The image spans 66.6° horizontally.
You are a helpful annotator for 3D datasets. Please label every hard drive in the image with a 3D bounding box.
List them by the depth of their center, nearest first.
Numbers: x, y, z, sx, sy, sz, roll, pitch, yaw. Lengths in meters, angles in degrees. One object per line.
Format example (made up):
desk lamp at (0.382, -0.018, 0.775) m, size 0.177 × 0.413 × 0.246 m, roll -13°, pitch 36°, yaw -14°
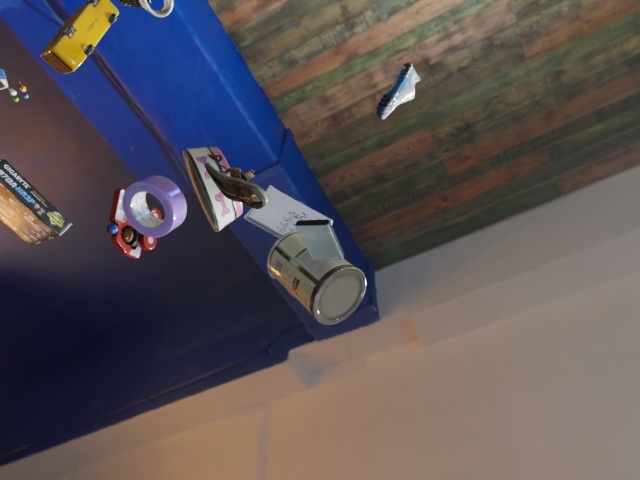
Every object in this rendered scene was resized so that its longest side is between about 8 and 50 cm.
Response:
hard drive at (0.000, 0.000, 1.289) m, size 0.094 × 0.135 × 0.022 m, roll -1°, pitch -133°, yaw 25°

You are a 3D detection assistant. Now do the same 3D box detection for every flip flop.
flip flop at (-0.248, -0.176, 1.474) m, size 0.277 × 0.112 × 0.080 m, roll 23°, pitch -117°, yaw 38°

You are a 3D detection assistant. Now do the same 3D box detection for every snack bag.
snack bag at (-0.101, -0.083, 1.888) m, size 0.037 × 0.323 × 0.342 m, roll -60°, pitch -177°, yaw 28°

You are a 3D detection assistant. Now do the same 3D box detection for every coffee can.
coffee can at (-0.017, 0.110, 1.560) m, size 0.201 × 0.201 × 0.275 m, roll -41°, pitch -135°, yaw -12°

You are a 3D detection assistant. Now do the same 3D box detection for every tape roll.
tape roll at (-0.537, -0.110, 1.579) m, size 0.189 × 0.189 × 0.080 m, roll -17°, pitch -162°, yaw 24°

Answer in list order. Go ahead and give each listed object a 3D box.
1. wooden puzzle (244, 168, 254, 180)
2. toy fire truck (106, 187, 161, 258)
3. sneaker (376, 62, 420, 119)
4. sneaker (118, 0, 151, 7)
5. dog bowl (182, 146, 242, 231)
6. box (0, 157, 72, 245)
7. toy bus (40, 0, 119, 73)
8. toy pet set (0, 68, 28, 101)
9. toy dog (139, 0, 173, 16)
wooden puzzle at (-0.294, -0.254, 1.941) m, size 0.083 × 0.049 × 0.006 m, roll -35°, pitch -114°, yaw 12°
toy fire truck at (-0.944, -0.077, 2.400) m, size 0.170 × 0.254 × 0.302 m, roll -3°, pitch -111°, yaw 23°
sneaker at (0.248, -0.445, 1.503) m, size 0.190 × 0.083 × 0.071 m, roll -56°, pitch -148°, yaw 0°
sneaker at (-0.741, -1.032, 1.877) m, size 0.134 × 0.343 × 0.146 m, roll 1°, pitch -102°, yaw -4°
dog bowl at (-0.496, -0.253, 2.278) m, size 0.150 × 0.407 × 0.408 m, roll -24°, pitch -150°, yaw -17°
box at (-0.772, -0.090, 1.246) m, size 0.175 × 0.220 × 0.051 m, roll -12°, pitch -143°, yaw 37°
toy bus at (-0.921, -0.803, 1.879) m, size 0.130 × 0.108 × 0.332 m, roll 2°, pitch -120°, yaw 36°
toy pet set at (-1.019, -0.497, 1.553) m, size 0.122 × 0.065 × 0.114 m, roll -23°, pitch -114°, yaw -12°
toy dog at (-0.412, -0.754, 1.202) m, size 0.220 × 0.333 × 0.160 m, roll -18°, pitch -125°, yaw 11°
